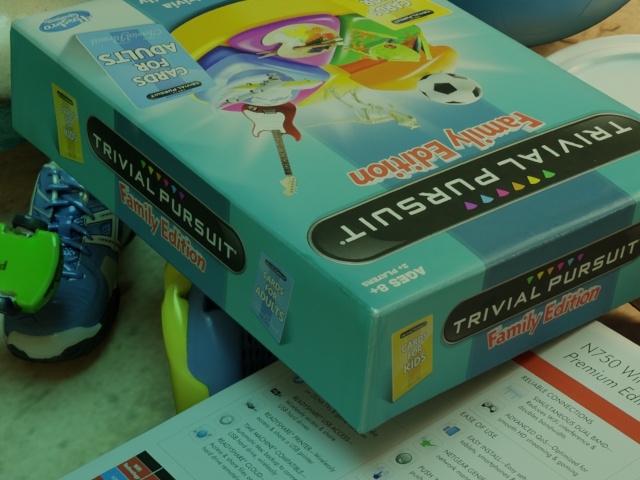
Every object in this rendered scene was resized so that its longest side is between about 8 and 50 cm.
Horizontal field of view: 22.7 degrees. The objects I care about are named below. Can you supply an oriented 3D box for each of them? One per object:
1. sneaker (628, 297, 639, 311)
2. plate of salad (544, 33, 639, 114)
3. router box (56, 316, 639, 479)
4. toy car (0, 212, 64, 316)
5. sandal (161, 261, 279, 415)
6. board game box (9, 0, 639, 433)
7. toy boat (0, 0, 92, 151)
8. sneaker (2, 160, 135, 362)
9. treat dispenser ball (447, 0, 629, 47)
[{"bbox_3d":[0.181,-0.027,0.997,0.086,0.064,0.192,-49,58,5],"label":"sneaker"},{"bbox_3d":[0.214,-0.062,1.088,0.199,0.048,0.200,-4,52,6],"label":"plate of salad"},{"bbox_3d":[0.072,0.161,0.779,0.301,0.082,0.335,-27,36,-23],"label":"router box"},{"bbox_3d":[-0.252,0.011,1.006,0.225,0.053,0.239,10,76,24],"label":"toy car"},{"bbox_3d":[0.000,0.000,0.998,0.138,0.126,0.317,11,43,16],"label":"sandal"},{"bbox_3d":[0.016,-0.056,0.919,0.253,0.079,0.336,-22,43,-33],"label":"board game box"},{"bbox_3d":[-0.289,-0.133,1.199,0.318,0.148,0.267,8,18,15],"label":"toy boat"},{"bbox_3d":[-0.169,-0.004,1.058,0.080,0.081,0.211,-1,40,5],"label":"sneaker"},{"bbox_3d":[0.139,-0.290,1.205,0.288,0.288,0.288,-4,38,3],"label":"treat dispenser ball"}]
